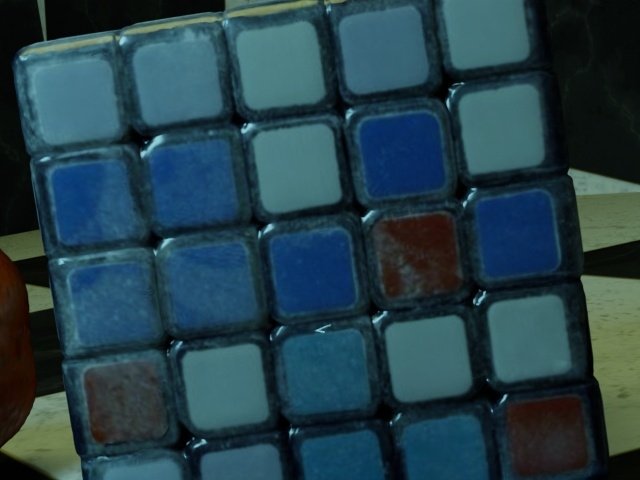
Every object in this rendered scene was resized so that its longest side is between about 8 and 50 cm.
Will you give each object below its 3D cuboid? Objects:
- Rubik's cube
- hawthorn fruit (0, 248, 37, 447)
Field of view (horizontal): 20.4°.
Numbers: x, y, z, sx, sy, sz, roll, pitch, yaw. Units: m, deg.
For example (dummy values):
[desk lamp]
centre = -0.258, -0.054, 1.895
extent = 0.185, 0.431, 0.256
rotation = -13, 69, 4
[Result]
[Rubik's cube]
centre = 0.000, 0.000, 1.062
extent = 0.287, 0.293, 0.292
rotation = -8, 4, 2
[hawthorn fruit]
centre = -0.298, 0.093, 1.167
extent = 0.207, 0.207, 0.243
rotation = -8, 18, 8
